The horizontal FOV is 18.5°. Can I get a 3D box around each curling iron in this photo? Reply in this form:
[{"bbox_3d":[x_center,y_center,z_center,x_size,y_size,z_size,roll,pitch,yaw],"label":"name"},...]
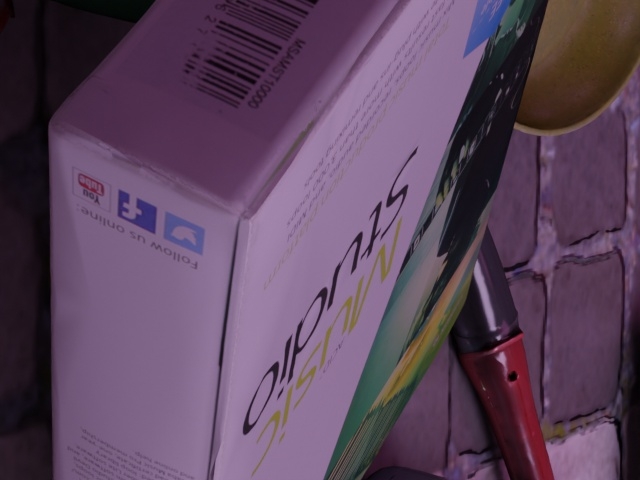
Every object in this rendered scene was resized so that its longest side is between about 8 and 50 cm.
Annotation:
[{"bbox_3d":[0.070,0.055,0.857,0.068,0.035,0.274,-36,123,-46],"label":"curling iron"}]

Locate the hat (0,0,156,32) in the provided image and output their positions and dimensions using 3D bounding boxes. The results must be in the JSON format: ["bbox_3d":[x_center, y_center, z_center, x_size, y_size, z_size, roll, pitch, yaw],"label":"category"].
[{"bbox_3d":[-0.117,-0.113,0.586,0.208,0.184,0.173,-107,-169,-63],"label":"hat"}]

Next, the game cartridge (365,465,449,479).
[{"bbox_3d":[0.027,0.252,0.813,0.196,0.060,0.294,-36,123,-42],"label":"game cartridge"}]

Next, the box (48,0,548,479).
[{"bbox_3d":[0.000,0.000,0.609,0.232,0.058,0.322,-56,167,-33],"label":"box"}]

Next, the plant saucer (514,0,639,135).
[{"bbox_3d":[0.090,-0.166,0.853,0.241,0.037,0.241,-12,104,-54],"label":"plant saucer"}]
